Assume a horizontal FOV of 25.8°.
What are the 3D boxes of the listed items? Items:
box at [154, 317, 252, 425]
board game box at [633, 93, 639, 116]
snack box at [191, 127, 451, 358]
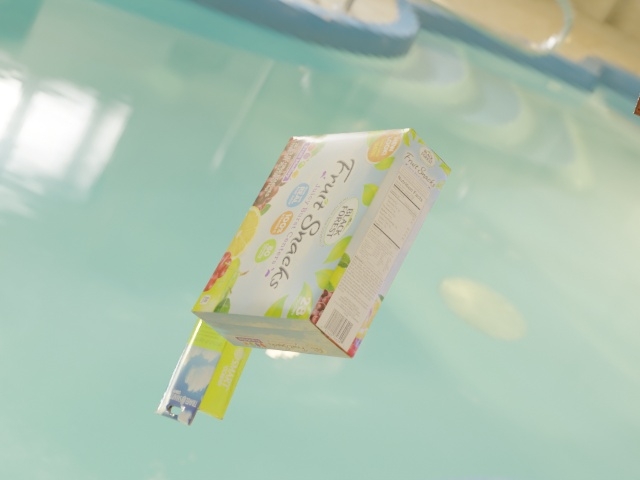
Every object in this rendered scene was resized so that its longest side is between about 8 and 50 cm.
[{"bbox_3d":[-0.130,0.142,1.696,0.042,0.178,0.109,29,-12,-27],"label":"box"},{"bbox_3d":[0.481,-0.144,1.479,0.281,0.145,0.027,29,35,25],"label":"board game box"},{"bbox_3d":[0.000,0.000,1.269,0.174,0.207,0.070,2,-33,50],"label":"snack box"}]
